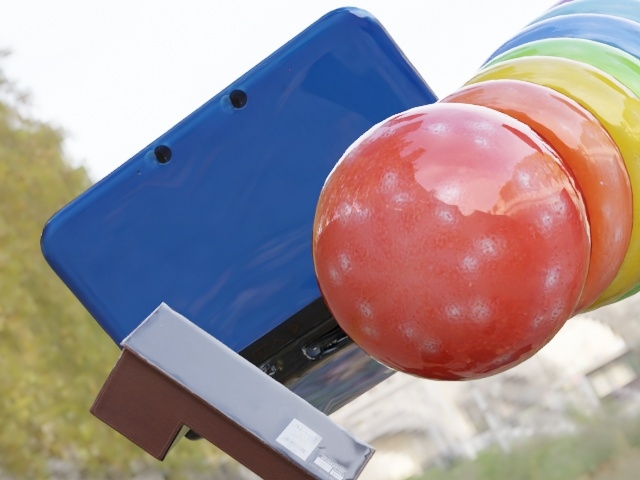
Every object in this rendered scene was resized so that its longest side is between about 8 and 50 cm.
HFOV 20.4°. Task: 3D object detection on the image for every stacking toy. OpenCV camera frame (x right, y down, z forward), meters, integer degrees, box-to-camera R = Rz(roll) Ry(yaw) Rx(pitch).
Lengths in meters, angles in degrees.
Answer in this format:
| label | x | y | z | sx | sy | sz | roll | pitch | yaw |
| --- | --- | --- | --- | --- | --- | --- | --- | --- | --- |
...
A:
| label | x | y | z | sx | sy | sz | roll | pitch | yaw |
| --- | --- | --- | --- | --- | --- | --- | --- | --- | --- |
| stacking toy | 0.091 | -0.029 | 0.675 | 0.141 | 0.141 | 0.330 | -32 | -4 | 26 |

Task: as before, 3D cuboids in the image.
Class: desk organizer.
| label | x | y | z | sx | sy | sz | roll | pitch | yaw |
| --- | --- | --- | --- | --- | --- | --- | --- | --- | --- |
| desk organizer | -0.044 | 0.094 | 0.877 | 0.050 | 0.130 | 0.047 | -59 | -6 | 32 |

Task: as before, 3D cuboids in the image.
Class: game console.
| label | x | y | z | sx | sy | sz | roll | pitch | yaw |
| --- | --- | --- | --- | --- | --- | --- | --- | --- | --- |
| game console | 0.000 | 0.000 | 1.265 | 0.293 | 0.173 | 0.250 | -34 | -18 | 18 |
